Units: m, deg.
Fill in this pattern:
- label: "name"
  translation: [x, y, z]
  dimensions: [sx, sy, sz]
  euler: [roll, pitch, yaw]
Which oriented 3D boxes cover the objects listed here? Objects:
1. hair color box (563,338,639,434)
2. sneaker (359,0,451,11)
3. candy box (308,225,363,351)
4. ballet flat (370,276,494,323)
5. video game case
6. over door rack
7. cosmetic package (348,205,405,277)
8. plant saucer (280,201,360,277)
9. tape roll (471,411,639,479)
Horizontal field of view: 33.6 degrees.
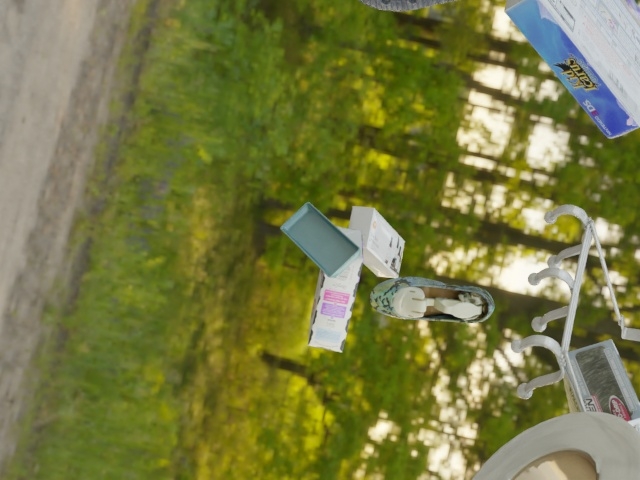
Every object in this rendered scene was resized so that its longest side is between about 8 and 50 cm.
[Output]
- label: "hair color box"
  translation: [0.578, 0.385, 2.130]
  dimensions: [0.374, 0.113, 0.185]
  euler: [65, 9, -48]
- label: "sneaker"
  translation: [0.194, -0.526, 2.110]
  dimensions: [0.131, 0.319, 0.112]
  euler: [-128, -146, -58]
- label: "candy box"
  translation: [0.030, 0.091, 2.044]
  dimensions: [0.165, 0.070, 0.196]
  euler: [-87, -171, -72]
- label: "ballet flat"
  translation: [0.169, 0.092, 1.589]
  dimensions: [0.070, 0.188, 0.070]
  euler: [-179, -90, -89]
- label: "video game case"
  translation: [0.384, -0.324, 1.550]
  dimensions: [0.061, 0.269, 0.244]
  euler: [-22, -145, 40]
- label: "over door rack"
  translation: [0.366, 0.141, 1.498]
  dimensions: [0.324, 0.108, 0.240]
  euler: [49, 49, -37]
- label: "cosmetic package"
  translation: [0.131, 0.007, 2.470]
  dimensions: [0.239, 0.060, 0.099]
  euler: [40, 56, -61]
- label: "plant saucer"
  translation: [0.000, 0.000, 1.704]
  dimensions: [0.067, 0.018, 0.192]
  euler: [-43, -143, -3]
- label: "tape roll"
  translation: [0.314, 0.356, 1.363]
  dimensions: [0.286, 0.100, 0.286]
  euler: [-33, -161, 13]
